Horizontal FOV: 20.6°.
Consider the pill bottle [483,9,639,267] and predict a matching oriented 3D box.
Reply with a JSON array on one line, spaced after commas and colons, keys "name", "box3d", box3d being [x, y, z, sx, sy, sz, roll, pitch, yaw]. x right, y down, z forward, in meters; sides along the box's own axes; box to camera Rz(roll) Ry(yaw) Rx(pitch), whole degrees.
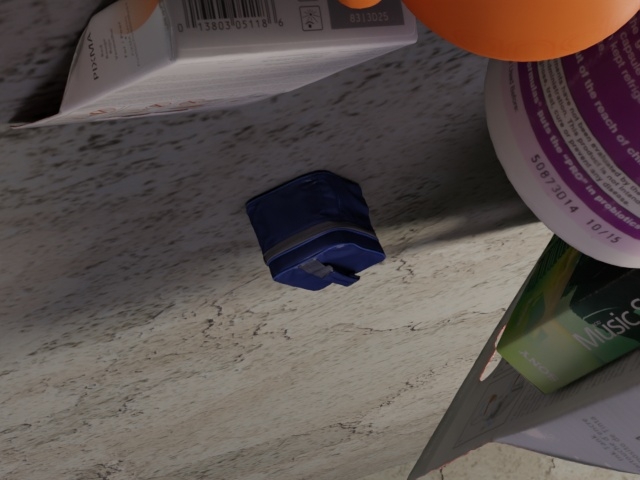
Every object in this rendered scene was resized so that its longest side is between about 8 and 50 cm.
[{"name": "pill bottle", "box3d": [0.232, -0.115, 0.891, 0.169, 0.169, 0.301, -7, 161, -36]}]

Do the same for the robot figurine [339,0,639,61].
[{"name": "robot figurine", "box3d": [0.081, -0.150, 0.680, 0.158, 0.128, 0.219, 8, 167, 7]}]

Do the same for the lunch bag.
[{"name": "lunch bag", "box3d": [0.000, 0.000, 1.203, 0.067, 0.065, 0.098, -25, 163, 20]}]

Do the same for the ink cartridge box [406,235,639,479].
[{"name": "ink cartridge box", "box3d": [0.251, 0.045, 1.267, 0.308, 0.091, 0.385, -55, -169, -33]}]

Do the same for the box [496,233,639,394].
[{"name": "box", "box3d": [0.263, -0.047, 1.135, 0.322, 0.058, 0.232, -39, -167, 49]}]

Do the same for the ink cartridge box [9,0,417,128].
[{"name": "ink cartridge box", "box3d": [-0.059, -0.096, 0.894, 0.145, 0.045, 0.179, -9, 180, -35]}]
